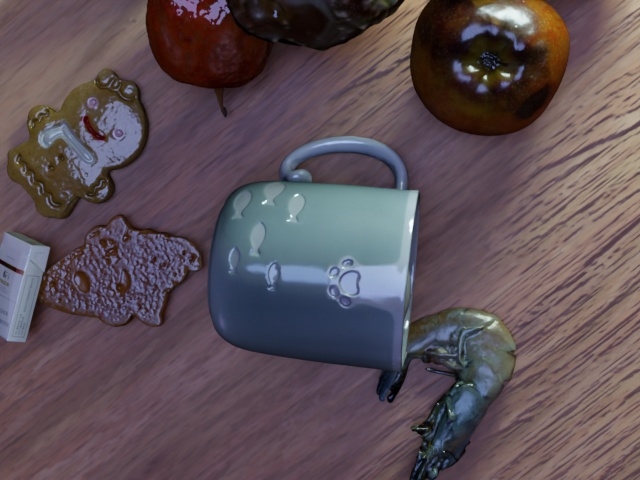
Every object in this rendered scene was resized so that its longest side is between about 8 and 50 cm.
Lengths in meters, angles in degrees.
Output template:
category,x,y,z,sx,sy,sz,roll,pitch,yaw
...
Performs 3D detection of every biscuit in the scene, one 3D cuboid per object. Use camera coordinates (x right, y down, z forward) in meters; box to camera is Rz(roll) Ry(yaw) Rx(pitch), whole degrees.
category,x,y,z,sx,sy,sz,roll,pitch,yaw
biscuit,-0.369,-0.150,1.601,0.249,0.035,0.184,-38,88,6
biscuit,-0.315,0.055,1.601,0.280,0.043,0.183,-14,87,11

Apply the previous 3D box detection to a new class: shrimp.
category,x,y,z,sx,sy,sz,roll,pitch,yaw
shrimp,0.167,0.226,1.543,0.178,0.075,0.289,32,97,12

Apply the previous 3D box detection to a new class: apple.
category,x,y,z,sx,sy,sz,roll,pitch,yaw
apple,0.230,-0.255,1.441,0.230,0.230,0.230,0,93,6

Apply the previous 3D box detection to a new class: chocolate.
category,x,y,z,sx,sy,sz,roll,pitch,yaw
chocolate,0.044,-0.409,1.390,0.225,0.210,0.340,46,61,-33

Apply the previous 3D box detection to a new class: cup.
category,x,y,z,sx,sy,sz,roll,pitch,yaw
cup,0.000,0.000,1.480,0.274,0.259,0.357,5,62,7

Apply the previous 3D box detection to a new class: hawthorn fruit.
category,x,y,z,sx,sy,sz,roll,pitch,yaw
hawthorn fruit,-0.157,-0.292,1.506,0.207,0.207,0.243,3,119,6

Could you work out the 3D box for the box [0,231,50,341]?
category,x,y,z,sx,sy,sz,roll,pitch,yaw
box,-0.474,0.071,1.601,0.084,0.040,0.154,20,96,43
